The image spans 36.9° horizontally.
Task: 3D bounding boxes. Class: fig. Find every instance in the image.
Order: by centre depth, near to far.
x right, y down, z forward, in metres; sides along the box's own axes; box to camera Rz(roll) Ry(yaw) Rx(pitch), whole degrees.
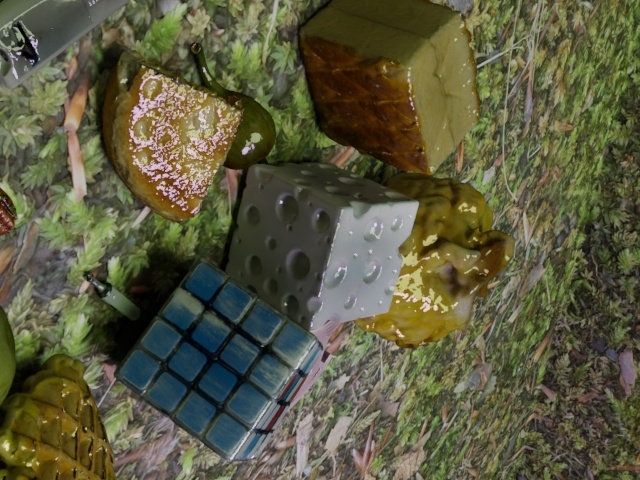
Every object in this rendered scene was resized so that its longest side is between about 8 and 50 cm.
[{"bbox_3d":[-0.165,-0.228,1.605,0.124,0.124,0.236,-46,122,-25],"label":"fig"}]

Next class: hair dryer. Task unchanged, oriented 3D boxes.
[{"bbox_3d":[-0.344,0.112,1.629,0.100,0.057,0.197,-54,138,-15],"label":"hair dryer"}]

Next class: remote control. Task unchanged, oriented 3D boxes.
[{"bbox_3d":[-0.329,-0.336,1.328,0.313,0.055,0.109,-46,143,-25],"label":"remote control"}]

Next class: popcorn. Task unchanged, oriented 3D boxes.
[{"bbox_3d":[0.205,0.037,2.096,0.390,0.354,0.344,-4,146,-7],"label":"popcorn"}]

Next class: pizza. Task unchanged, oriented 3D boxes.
[{"bbox_3d":[-0.228,-0.169,1.522,0.226,0.086,0.335,-26,135,-12],"label":"pizza"}]

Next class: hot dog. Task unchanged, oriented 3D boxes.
[{"bbox_3d":[-0.471,-0.058,1.334,0.062,0.038,0.144,-50,144,-20],"label":"hot dog"}]

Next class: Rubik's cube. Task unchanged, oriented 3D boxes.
[{"bbox_3d":[-0.167,0.216,1.687,0.256,0.259,0.253,-56,169,-9],"label":"Rubik's cube"}]

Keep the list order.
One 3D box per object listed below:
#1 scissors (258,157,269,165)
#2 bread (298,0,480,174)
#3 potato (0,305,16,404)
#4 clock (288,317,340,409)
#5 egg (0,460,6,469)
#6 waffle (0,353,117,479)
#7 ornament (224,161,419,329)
[{"bbox_3d":[-0.090,-0.084,1.869,0.088,0.017,0.220,-43,141,-25],"label":"scissors"},{"bbox_3d":[0.132,-0.303,1.797,0.207,0.279,0.279,-44,144,-24],"label":"bread"},{"bbox_3d":[-0.539,0.185,1.255,0.304,0.216,0.215,-40,140,-38],"label":"potato"},{"bbox_3d":[-0.062,0.214,2.055,0.290,0.080,0.275,-44,142,-29],"label":"clock"},{"bbox_3d":[-0.548,0.375,1.385,0.196,0.196,0.271,-60,164,-7],"label":"egg"},{"bbox_3d":[-0.399,0.384,1.476,0.382,0.095,0.379,-85,167,-68],"label":"waffle"},{"bbox_3d":[0.000,0.000,1.818,0.240,0.240,0.239,-7,116,-49],"label":"ornament"}]
